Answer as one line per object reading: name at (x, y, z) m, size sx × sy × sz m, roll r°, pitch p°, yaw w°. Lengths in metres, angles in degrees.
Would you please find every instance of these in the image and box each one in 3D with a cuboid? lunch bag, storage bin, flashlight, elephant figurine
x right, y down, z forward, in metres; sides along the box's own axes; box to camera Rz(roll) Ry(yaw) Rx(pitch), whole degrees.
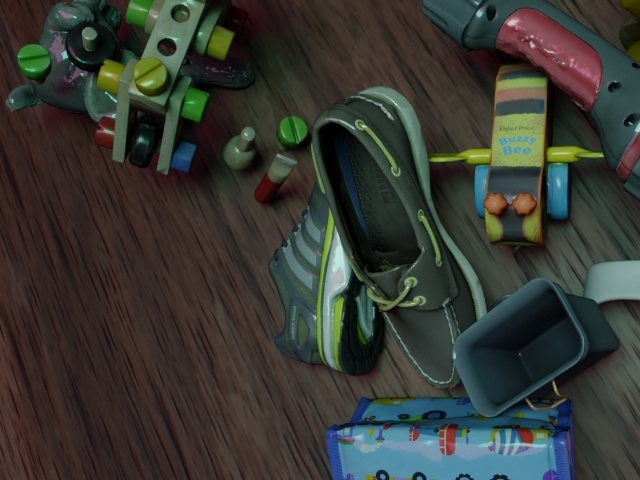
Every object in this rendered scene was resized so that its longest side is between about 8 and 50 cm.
lunch bag at (0.139, 0.312, 0.725) m, size 0.220 × 0.138 × 0.294 m, roll -4°, pitch 92°, yaw 20°
storage bin at (0.210, 0.107, 0.694) m, size 0.135 × 0.091 × 0.098 m, roll -48°, pitch 50°, yaw 37°
flashlight at (0.223, -0.151, 0.673) m, size 0.304 × 0.103 × 0.103 m, roll 43°, pitch 110°, yaw 22°
elephant figurine at (-0.245, -0.200, 0.960) m, size 0.239 × 0.169 × 0.186 m, roll 38°, pitch 125°, yaw 8°

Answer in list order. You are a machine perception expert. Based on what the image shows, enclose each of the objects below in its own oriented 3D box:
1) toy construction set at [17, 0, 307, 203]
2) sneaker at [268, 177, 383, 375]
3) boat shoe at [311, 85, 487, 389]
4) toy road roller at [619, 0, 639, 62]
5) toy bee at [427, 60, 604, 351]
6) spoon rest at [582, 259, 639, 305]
toy construction set at (-0.129, -0.192, 0.800) m, size 0.309 × 0.237 × 0.257 m, roll 45°, pitch 70°, yaw -3°
sneaker at (0.000, 0.000, 0.839) m, size 0.121 × 0.111 × 0.300 m, roll -4°, pitch 73°, yaw 30°
boat shoe at (0.077, 0.012, 0.741) m, size 0.116 × 0.096 × 0.325 m, roll -9°, pitch 105°, yaw 39°
toy road roller at (0.325, -0.256, 0.609) m, size 0.240 × 0.329 × 0.203 m, roll 34°, pitch 93°, yaw -3°
toy bee at (0.209, -0.057, 0.732) m, size 0.195 × 0.162 × 0.299 m, roll -21°, pitch 73°, yaw 16°
spoon rest at (0.382, 0.061, 0.674) m, size 0.276 × 0.084 × 0.137 m, roll 6°, pitch 71°, yaw 25°
